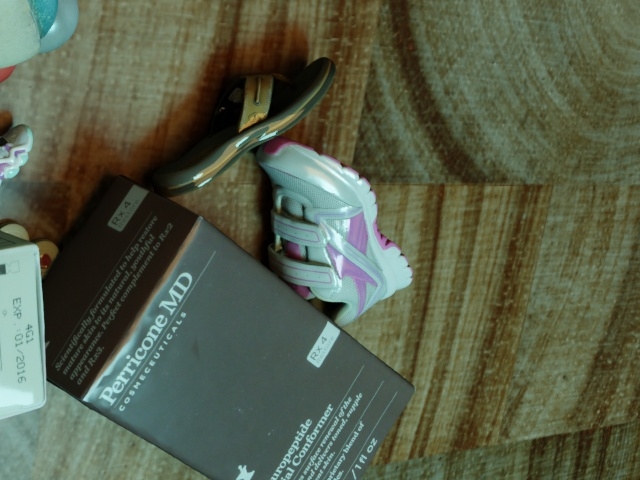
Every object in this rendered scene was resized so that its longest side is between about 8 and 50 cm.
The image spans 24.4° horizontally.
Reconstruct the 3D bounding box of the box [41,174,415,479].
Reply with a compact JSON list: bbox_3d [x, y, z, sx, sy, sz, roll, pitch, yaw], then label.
[{"bbox_3d":[-0.089,0.121,1.394,0.381,0.143,0.191,39,79,-44],"label":"box"}]

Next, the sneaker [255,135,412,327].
[{"bbox_3d":[0.000,0.000,1.457,0.111,0.103,0.252,-49,132,-18],"label":"sneaker"}]

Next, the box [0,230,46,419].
[{"bbox_3d":[-0.324,0.052,1.088,0.148,0.232,0.127,-13,108,-38],"label":"box"}]

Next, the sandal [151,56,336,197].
[{"bbox_3d":[-0.074,-0.117,1.374,0.219,0.090,0.060,-35,105,-18],"label":"sandal"}]

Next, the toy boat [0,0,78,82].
[{"bbox_3d":[-0.266,-0.214,1.074,0.148,0.267,0.318,-40,160,-15],"label":"toy boat"}]

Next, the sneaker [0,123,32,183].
[{"bbox_3d":[-0.286,-0.071,1.216,0.098,0.038,0.069,-53,134,-13],"label":"sneaker"}]

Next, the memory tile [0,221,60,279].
[{"bbox_3d":[-0.296,0.050,1.274,0.113,0.012,0.148,34,83,-44],"label":"memory tile"}]
